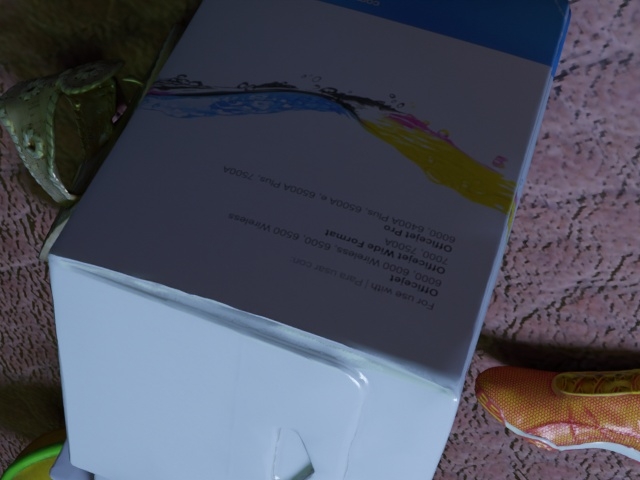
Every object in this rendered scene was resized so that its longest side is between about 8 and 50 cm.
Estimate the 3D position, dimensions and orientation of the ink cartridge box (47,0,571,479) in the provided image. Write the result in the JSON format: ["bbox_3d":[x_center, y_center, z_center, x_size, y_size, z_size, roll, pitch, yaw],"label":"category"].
[{"bbox_3d":[0.000,0.000,0.562,0.168,0.233,0.171,17,141,7],"label":"ink cartridge box"}]

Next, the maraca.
[{"bbox_3d":[-0.175,0.202,1.000,0.185,0.099,0.127,-7,141,-4],"label":"maraca"}]

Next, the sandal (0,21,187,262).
[{"bbox_3d":[-0.153,-0.056,0.690,0.079,0.088,0.240,25,147,-11],"label":"sandal"}]

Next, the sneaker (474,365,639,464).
[{"bbox_3d":[0.184,0.101,0.742,0.175,0.064,0.067,12,121,6],"label":"sneaker"}]

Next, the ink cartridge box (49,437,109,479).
[{"bbox_3d":[-0.104,0.161,0.905,0.180,0.104,0.060,22,142,1],"label":"ink cartridge box"}]
